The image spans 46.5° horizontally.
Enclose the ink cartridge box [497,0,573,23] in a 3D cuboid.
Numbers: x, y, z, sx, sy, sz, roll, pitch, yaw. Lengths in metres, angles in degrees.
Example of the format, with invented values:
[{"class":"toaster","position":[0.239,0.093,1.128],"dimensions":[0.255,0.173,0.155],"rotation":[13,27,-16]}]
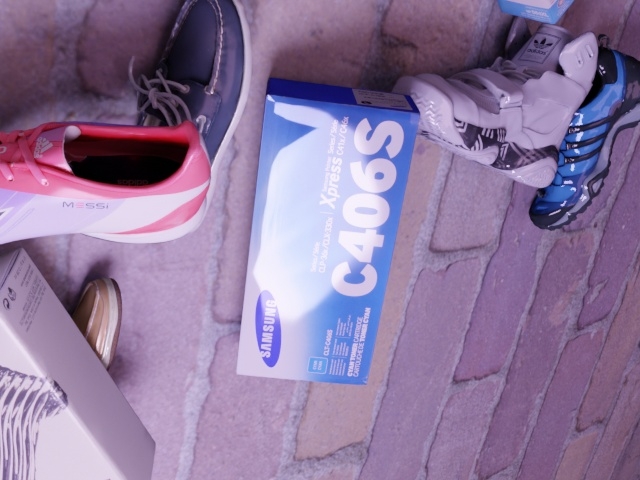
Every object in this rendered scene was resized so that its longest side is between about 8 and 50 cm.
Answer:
[{"class":"ink cartridge box","position":[0.265,-0.360,0.930],"dimensions":[0.092,0.090,0.143],"rotation":[-51,137,-6]}]

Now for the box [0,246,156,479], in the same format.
[{"class":"box","position":[-0.266,0.151,0.699],"dimensions":[0.113,0.094,0.275],"rotation":[-21,120,6]}]

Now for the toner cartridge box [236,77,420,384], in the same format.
[{"class":"toner cartridge box","position":[0.000,0.000,0.863],"dimensions":[0.165,0.075,0.348],"rotation":[6,115,-4]}]

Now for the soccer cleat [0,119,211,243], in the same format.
[{"class":"soccer cleat","position":[-0.245,-0.048,0.589],"dimensions":[0.318,0.109,0.116],"rotation":[-4,154,-18]}]

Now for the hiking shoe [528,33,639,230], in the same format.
[{"class":"hiking shoe","position":[0.401,-0.163,1.184],"dimensions":[0.132,0.113,0.304],"rotation":[23,106,-16]}]

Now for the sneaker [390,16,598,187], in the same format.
[{"class":"sneaker","position":[0.235,-0.203,0.970],"dimensions":[0.366,0.137,0.210],"rotation":[12,104,-50]}]

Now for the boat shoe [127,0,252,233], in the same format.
[{"class":"boat shoe","position":[-0.139,-0.118,0.715],"dimensions":[0.079,0.095,0.254],"rotation":[-11,131,-50]}]

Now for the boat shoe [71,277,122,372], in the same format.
[{"class":"boat shoe","position":[-0.260,0.124,0.772],"dimensions":[0.072,0.068,0.190],"rotation":[11,107,-30]}]
